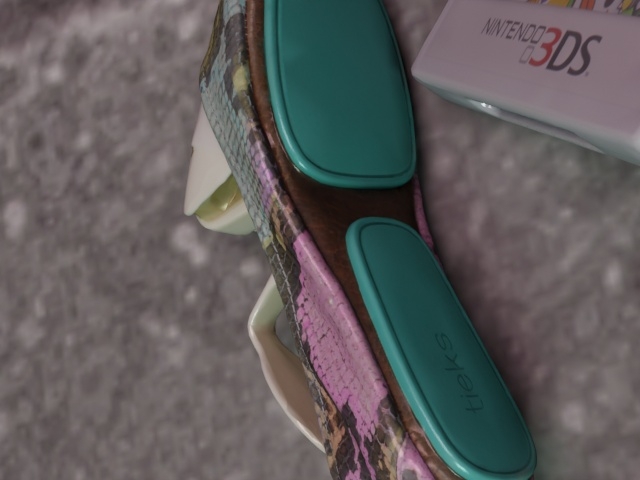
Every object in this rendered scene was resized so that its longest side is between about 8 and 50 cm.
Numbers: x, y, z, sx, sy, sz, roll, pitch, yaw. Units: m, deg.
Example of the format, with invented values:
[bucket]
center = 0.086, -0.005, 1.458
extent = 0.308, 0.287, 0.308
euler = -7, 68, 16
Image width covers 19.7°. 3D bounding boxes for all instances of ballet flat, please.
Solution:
[ballet flat]
center = 0.000, 0.000, 0.588
extent = 0.079, 0.077, 0.222
euler = -37, 62, 37

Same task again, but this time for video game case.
[video game case]
center = 0.112, -0.131, 0.503
extent = 0.227, 0.026, 0.206
euler = -60, 15, 2
